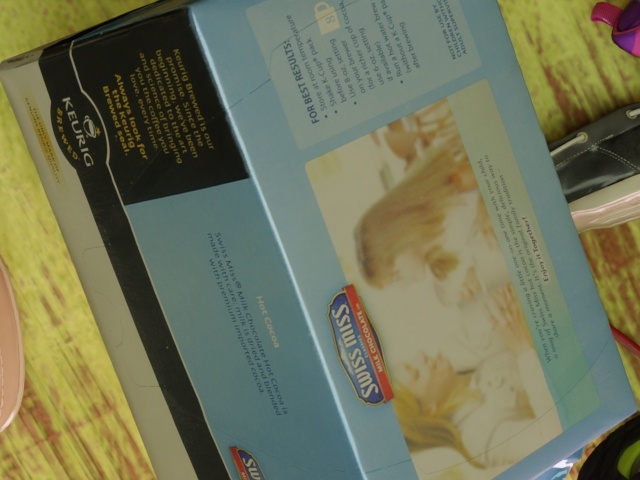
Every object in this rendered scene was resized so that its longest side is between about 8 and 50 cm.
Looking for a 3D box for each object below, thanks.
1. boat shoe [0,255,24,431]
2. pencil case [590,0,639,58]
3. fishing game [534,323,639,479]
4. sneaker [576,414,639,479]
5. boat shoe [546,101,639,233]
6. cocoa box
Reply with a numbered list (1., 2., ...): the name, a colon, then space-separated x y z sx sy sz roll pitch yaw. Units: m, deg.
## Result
1. boat shoe: -0.292 -0.001 1.280 0.121 0.110 0.341 -18 109 -1
2. pencil case: 0.299 -0.097 1.324 0.104 0.104 0.236 -40 107 7
3. fishing game: 0.112 0.142 1.410 0.189 0.041 0.264 37 104 -19
4. sneaker: 0.347 0.157 1.423 0.300 0.111 0.121 -26 120 8
5. boat shoe: 0.143 -0.035 1.350 0.233 0.084 0.079 -18 74 7
6. cocoa box: 0.000 0.000 1.181 0.231 0.228 0.347 -27 101 -36
